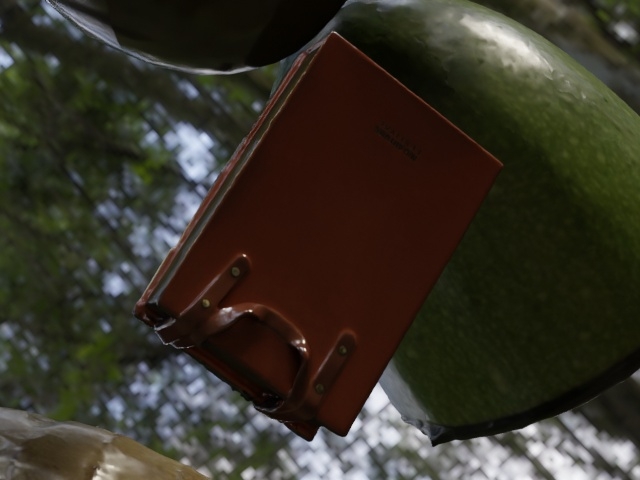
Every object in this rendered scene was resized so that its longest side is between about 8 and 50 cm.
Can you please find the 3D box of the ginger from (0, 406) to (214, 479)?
[{"bbox_3d":[-0.081,0.207,1.135,0.236,0.376,0.166,-56,-29,-68],"label":"ginger"}]

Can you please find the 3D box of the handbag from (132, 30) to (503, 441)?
[{"bbox_3d":[0.000,0.000,1.044,0.190,0.127,0.063,-57,15,-20],"label":"handbag"}]

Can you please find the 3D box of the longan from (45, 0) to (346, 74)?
[{"bbox_3d":[-0.059,-0.317,1.275,0.404,0.336,0.404,-5,-82,-40],"label":"longan"}]

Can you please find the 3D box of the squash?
[{"bbox_3d":[0.112,-0.062,1.448,0.310,0.310,0.309,-34,-72,-11],"label":"squash"}]
